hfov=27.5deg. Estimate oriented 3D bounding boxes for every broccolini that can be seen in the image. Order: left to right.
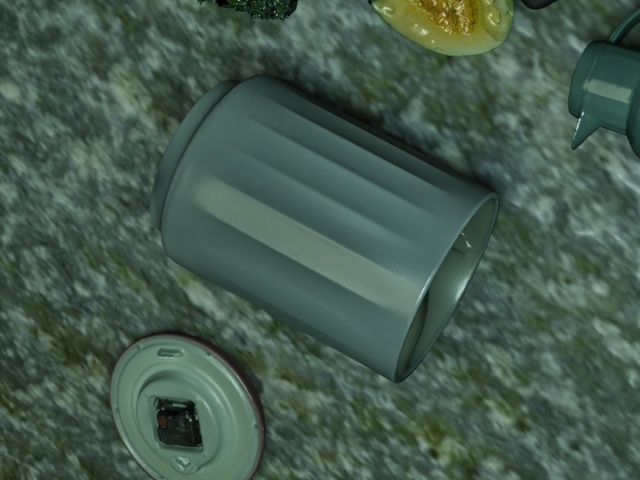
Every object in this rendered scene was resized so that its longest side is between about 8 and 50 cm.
[{"bbox_3d":[-0.206,-0.302,1.527,0.392,0.074,0.079,7,106,25],"label":"broccolini"}]

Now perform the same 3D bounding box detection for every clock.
[{"bbox_3d":[-0.181,0.235,1.747,0.244,0.056,0.245,11,116,24],"label":"clock"}]

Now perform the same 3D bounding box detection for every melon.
[{"bbox_3d":[0.143,-0.257,1.362,0.160,0.079,0.128,-11,126,37],"label":"melon"}]

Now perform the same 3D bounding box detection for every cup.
[{"bbox_3d":[0.000,0.000,1.469,0.326,0.237,0.323,27,151,16],"label":"cup"}]

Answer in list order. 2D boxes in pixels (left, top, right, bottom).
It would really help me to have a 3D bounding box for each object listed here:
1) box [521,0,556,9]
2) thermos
[{"bbox_3d":[0.232,-0.310,1.317,0.125,0.027,0.126,-25,98,36],"label":"box"},{"bbox_3d":[0.384,-0.131,1.242,0.286,0.145,0.182,22,87,21],"label":"thermos"}]
